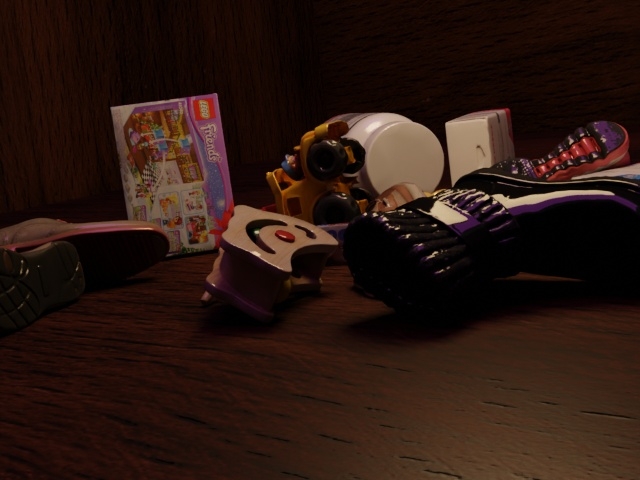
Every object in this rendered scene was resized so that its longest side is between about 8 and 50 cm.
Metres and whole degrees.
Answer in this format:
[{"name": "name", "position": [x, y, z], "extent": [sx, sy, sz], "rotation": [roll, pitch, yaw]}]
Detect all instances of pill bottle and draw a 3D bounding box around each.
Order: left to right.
[{"name": "pill bottle", "position": [0.118, -0.174, 2.138], "extent": [0.210, 0.210, 0.363], "rotation": [-10, 10, -16]}]

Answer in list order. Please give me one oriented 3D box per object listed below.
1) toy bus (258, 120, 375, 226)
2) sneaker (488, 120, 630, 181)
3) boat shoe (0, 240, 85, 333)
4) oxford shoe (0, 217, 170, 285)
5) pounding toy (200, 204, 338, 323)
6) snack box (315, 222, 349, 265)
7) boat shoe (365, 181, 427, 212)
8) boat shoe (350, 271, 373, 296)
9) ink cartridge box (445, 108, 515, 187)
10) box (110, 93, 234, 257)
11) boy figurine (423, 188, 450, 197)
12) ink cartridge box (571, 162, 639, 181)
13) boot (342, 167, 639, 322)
[{"name": "toy bus", "position": [-0.023, -0.079, 1.680], "extent": [0.211, 0.220, 0.149], "rotation": [-11, 4, 21]}, {"name": "sneaker", "position": [0.416, -0.088, 1.755], "extent": [0.313, 0.136, 0.116], "rotation": [-23, 42, 13]}, {"name": "boat shoe", "position": [-0.474, 0.074, 1.435], "extent": [0.119, 0.123, 0.324], "rotation": [-10, 0, 18]}, {"name": "oxford shoe", "position": [-0.428, 0.000, 1.649], "extent": [0.348, 0.123, 0.130], "rotation": [-7, 42, -1]}, {"name": "pounding toy", "position": [-0.074, 0.052, 1.343], "extent": [0.154, 0.155, 0.269], "rotation": [20, 19, -4]}, {"name": "snack box", "position": [-0.024, 0.010, 1.570], "extent": [0.178, 0.064, 0.022], "rotation": [-5, 8, 18]}, {"name": "boat shoe", "position": [0.109, -0.016, 1.466], "extent": [0.116, 0.123, 0.324], "rotation": [-11, 8, -11]}, {"name": "boat shoe", "position": [0.076, 0.048, 1.325], "extent": [0.049, 0.043, 0.137], "rotation": [-8, 10, -17]}, {"name": "ink cartridge box", "position": [0.367, -0.201, 2.208], "extent": [0.100, 0.172, 0.237], "rotation": [-4, 10, 24]}, {"name": "box", "position": [-0.273, -0.118, 1.840], "extent": [0.200, 0.293, 0.057], "rotation": [-8, 3, -8]}, {"name": "boy figurine", "position": [0.231, -0.036, 1.541], "extent": [0.285, 0.092, 0.177], "rotation": [-1, -1, 42]}, {"name": "ink cartridge box", "position": [0.554, -0.086, 1.644], "extent": [0.231, 0.078, 0.134], "rotation": [-13, 11, -29]}, {"name": "boot", "position": [0.225, 0.011, 1.148], "extent": [0.348, 0.131, 0.260], "rotation": [9, 22, 43]}]
